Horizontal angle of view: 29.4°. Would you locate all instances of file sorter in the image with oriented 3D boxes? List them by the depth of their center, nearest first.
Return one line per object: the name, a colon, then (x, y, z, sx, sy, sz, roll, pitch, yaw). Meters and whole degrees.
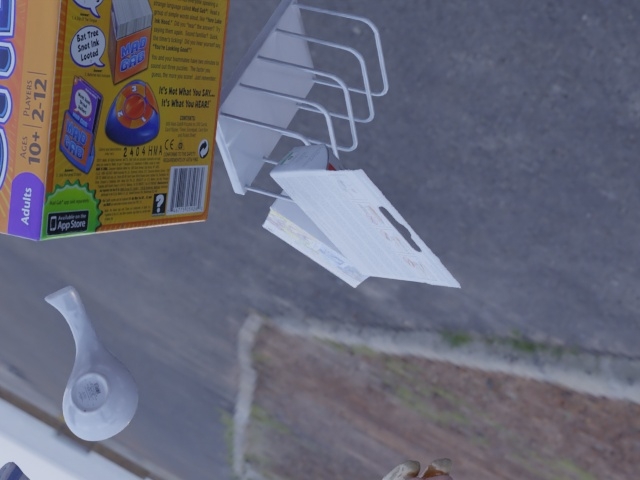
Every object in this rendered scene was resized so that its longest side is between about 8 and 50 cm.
file sorter: (-0.024, -0.220, 1.961, 0.173, 0.278, 0.193, 15, 147, 22)

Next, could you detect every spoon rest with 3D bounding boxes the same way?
spoon rest: (-0.400, 0.215, 2.112, 0.084, 0.137, 0.276, 57, -170, -67)

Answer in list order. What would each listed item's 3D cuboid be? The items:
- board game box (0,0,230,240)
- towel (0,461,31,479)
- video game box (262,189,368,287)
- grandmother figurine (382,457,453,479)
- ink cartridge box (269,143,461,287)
board game box: (-0.370, -0.215, 1.583, 0.356, 0.356, 0.356, 11, -170, 27)
towel: (-0.376, 0.457, 1.625, 0.034, 0.209, 0.285, -24, 113, 25)
video game box: (0.000, 0.000, 2.105, 0.205, 0.048, 0.187, 34, 171, -2)
grandmother figurine: (0.218, 0.503, 1.896, 0.208, 0.342, 0.104, -5, 137, -17)
ink cartridge box: (0.059, -0.031, 1.365, 0.181, 0.056, 0.224, 48, 160, -20)
